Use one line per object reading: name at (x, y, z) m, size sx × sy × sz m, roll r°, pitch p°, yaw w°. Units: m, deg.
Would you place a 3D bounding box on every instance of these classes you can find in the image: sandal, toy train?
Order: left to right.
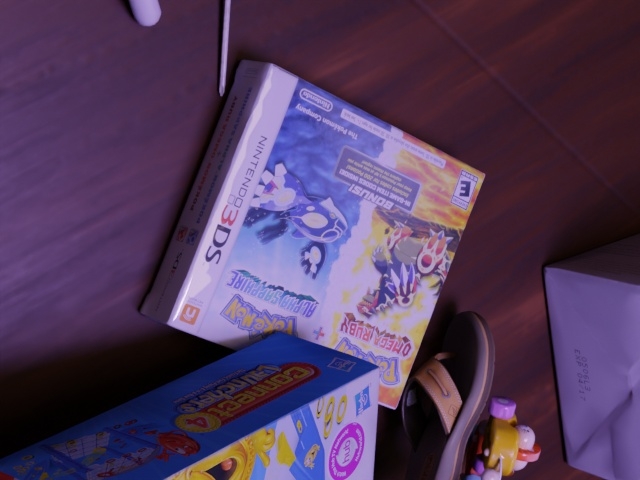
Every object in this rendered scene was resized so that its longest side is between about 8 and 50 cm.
sandal at (0.081, 0.124, 1.076) m, size 0.049 × 0.072 × 0.180 m, roll 29°, pitch 61°, yaw -14°
toy train at (0.127, 0.185, 1.070) m, size 0.046 × 0.166 × 0.125 m, roll 12°, pitch 134°, yaw -1°

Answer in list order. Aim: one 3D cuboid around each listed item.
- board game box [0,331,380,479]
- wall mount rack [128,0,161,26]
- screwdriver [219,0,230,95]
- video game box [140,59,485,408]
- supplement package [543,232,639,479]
board game box at (-0.089, 0.246, 0.907) m, size 0.302 × 0.086 × 0.308 m, roll -22°, pitch 120°, yaw -51°
wall mount rack at (-0.225, -0.185, 0.820) m, size 0.350 × 0.130 × 0.304 m, roll -43°, pitch 114°, yaw -20°
screwdriver at (-0.058, -0.179, 0.984) m, size 0.024 × 0.025 × 0.169 m, roll -2°, pitch 98°, yaw -33°
video game box at (0.000, 0.000, 1.037) m, size 0.205 × 0.048 × 0.187 m, roll 23°, pitch 88°, yaw -33°
supplement package at (0.353, 0.075, 1.202) m, size 0.293 × 0.175 × 0.177 m, roll -18°, pitch 106°, yaw -30°
